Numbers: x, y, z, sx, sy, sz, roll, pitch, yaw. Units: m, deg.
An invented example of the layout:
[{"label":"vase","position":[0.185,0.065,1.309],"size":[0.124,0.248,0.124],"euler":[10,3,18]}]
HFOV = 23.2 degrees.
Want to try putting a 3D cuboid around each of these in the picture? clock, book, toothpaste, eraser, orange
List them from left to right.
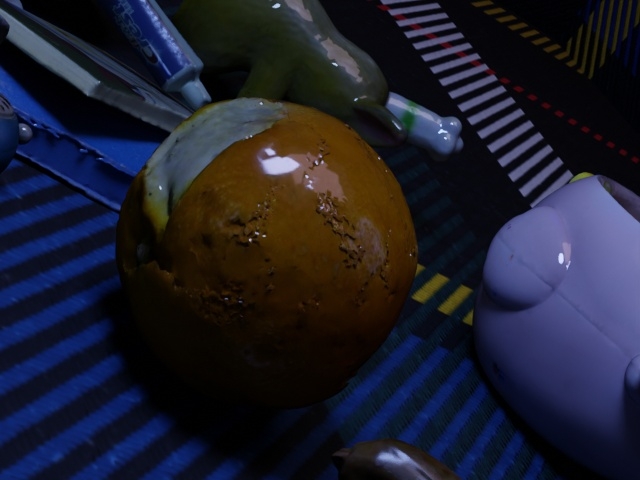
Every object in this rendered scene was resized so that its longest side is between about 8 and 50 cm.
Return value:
[{"label":"eraser","position":[-0.217,-0.096,1.430],"size":[0.312,0.042,0.144],"euler":[29,21,-28]},{"label":"book","position":[-0.219,-0.164,1.488],"size":[0.201,0.026,0.289],"euler":[35,6,19]},{"label":"toothpaste","position":[-0.193,-0.241,1.544],"size":[0.268,0.047,0.069],"euler":[54,-21,1]},{"label":"orange","position":[-0.044,0.009,1.215],"size":[0.240,0.240,0.240],"euler":[34,19,-14]},{"label":"clock","position":[0.334,0.124,1.642],"size":[0.368,0.250,0.376],"euler":[31,14,-26]}]

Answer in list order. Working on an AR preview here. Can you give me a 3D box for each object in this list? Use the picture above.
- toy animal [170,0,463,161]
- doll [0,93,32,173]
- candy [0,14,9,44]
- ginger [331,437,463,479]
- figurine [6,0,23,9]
[{"label":"toy animal","position":[-0.019,-0.178,1.806],"size":[0.363,0.180,0.181],"euler":[46,26,-2]},{"label":"doll","position":[-0.285,-0.093,1.239],"size":[0.114,0.085,0.152],"euler":[7,19,-16]},{"label":"candy","position":[-0.342,-0.160,1.131],"size":[0.137,0.195,0.185],"euler":[3,45,-52]},{"label":"ginger","position":[0.115,0.248,1.086],"size":[0.309,0.107,0.133],"euler":[49,39,-48]},{"label":"figurine","position":[-0.350,-0.295,1.485],"size":[0.166,0.141,0.250],"euler":[47,20,18]}]
